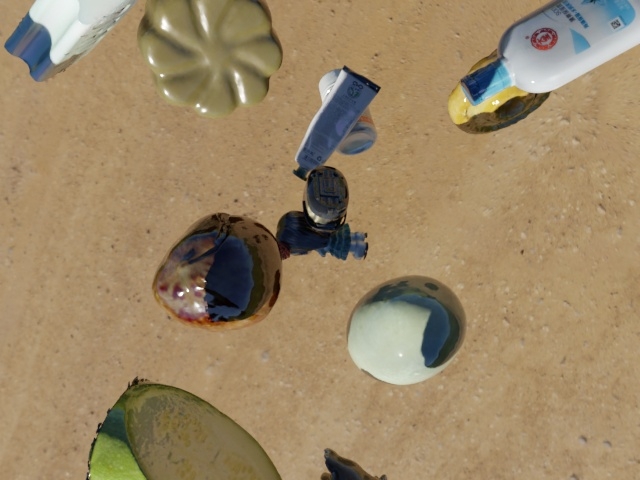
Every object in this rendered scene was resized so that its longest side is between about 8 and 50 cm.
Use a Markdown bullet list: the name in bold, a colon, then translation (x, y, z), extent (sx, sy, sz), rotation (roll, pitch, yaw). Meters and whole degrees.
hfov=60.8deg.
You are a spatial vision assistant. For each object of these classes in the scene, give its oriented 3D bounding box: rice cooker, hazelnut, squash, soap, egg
- **rice cooker**: translation (0.012, -0.101, 1.334), extent (0.112, 0.165, 0.106), rotation (2, 145, -12)
- **hazelnut**: translation (-0.173, 0.064, 0.958), extent (0.234, 0.218, 0.218), rotation (-44, 82, 10)
- **squash**: translation (-0.156, 0.308, 0.747), extent (0.260, 0.189, 0.189), rotation (12, 107, 12)
- **soap**: translation (-0.441, -0.422, 1.007), extent (0.289, 0.173, 0.095), rotation (-20, 119, 40)
- **egg**: translation (0.206, 0.223, 1.351), extent (0.258, 0.258, 0.352), rotation (47, 139, 8)

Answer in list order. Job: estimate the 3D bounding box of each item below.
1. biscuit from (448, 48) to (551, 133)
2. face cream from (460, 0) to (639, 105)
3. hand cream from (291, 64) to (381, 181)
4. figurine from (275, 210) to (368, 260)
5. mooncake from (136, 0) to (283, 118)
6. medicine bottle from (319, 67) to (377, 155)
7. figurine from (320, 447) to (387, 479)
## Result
- **biscuit**: translation (0.479, -0.383, 1.421), extent (0.296, 0.296, 0.102), rotation (-35, 62, 27)
- **face cream**: translation (0.430, -0.365, 1.035), extent (0.337, 0.080, 0.163), rotation (-28, 69, 10)
- **hand cream**: translation (0.029, -0.320, 1.538), extent (0.121, 0.076, 0.336), rotation (30, 100, -16)
- **figurine**: translation (0.000, 0.000, 1.404), extent (0.245, 0.138, 0.110), rotation (9, 135, -8)
- **mooncake**: translation (-0.284, -0.507, 1.424), extent (0.378, 0.201, 0.378), rotation (-8, 126, -12)
- **medicine bottle**: translation (0.080, -0.400, 1.693), extent (0.144, 0.144, 0.252), rotation (-31, 62, 27)
- **figurine**: translation (0.092, 0.631, 1.303), extent (0.247, 0.177, 0.173), rotation (20, 155, 5)
